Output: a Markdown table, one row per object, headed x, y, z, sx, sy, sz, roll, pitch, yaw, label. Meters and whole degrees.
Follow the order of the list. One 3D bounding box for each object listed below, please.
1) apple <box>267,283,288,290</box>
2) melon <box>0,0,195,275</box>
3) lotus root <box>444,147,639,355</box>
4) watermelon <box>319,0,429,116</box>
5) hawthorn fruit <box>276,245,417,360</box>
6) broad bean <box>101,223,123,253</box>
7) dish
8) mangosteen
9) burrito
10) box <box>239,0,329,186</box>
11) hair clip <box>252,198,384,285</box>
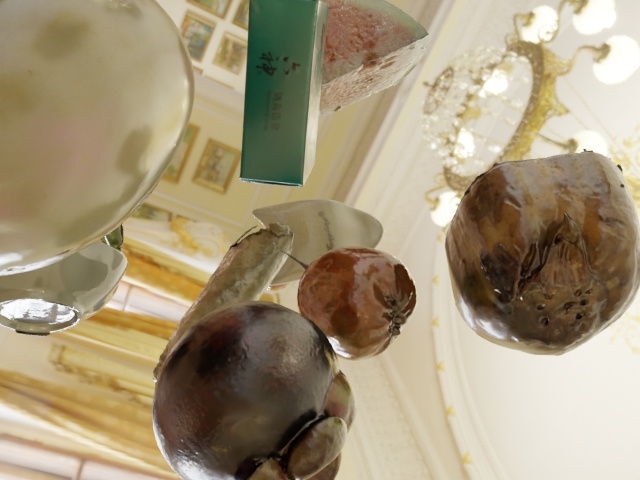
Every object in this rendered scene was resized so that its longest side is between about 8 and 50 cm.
| x | y | z | sx | sy | sz | roll | pitch | yaw | label |
| --- | --- | --- | --- | --- | --- | --- | --- | --- | --- |
| -0.123 | 0.051 | 1.573 | 0.146 | 0.146 | 0.146 | -57 | -160 | 34 | apple |
| -0.227 | -0.105 | 0.511 | 0.223 | 0.223 | 0.317 | -55 | -173 | 38 | melon |
| 0.294 | 0.028 | 0.823 | 0.272 | 0.272 | 0.192 | -59 | -161 | 31 | lotus root |
| 0.061 | -0.353 | 1.249 | 0.213 | 0.262 | 0.201 | 94 | 15 | -76 | watermelon |
| 0.040 | 0.071 | 0.830 | 0.189 | 0.149 | 0.149 | 38 | -73 | 58 | hawthorn fruit |
| -0.290 | -0.079 | 0.826 | 0.297 | 0.043 | 0.060 | 90 | 11 | -52 | broad bean |
| -0.307 | 0.056 | 0.702 | 0.190 | 0.191 | 0.066 | -48 | -139 | 50 | dish |
| -0.063 | 0.160 | 0.636 | 0.210 | 0.210 | 0.210 | -57 | -160 | 34 | mangosteen |
| -0.175 | 0.125 | 1.119 | 0.347 | 0.107 | 0.175 | -59 | -165 | -17 | burrito |
| -0.049 | -0.211 | 0.900 | 0.153 | 0.092 | 0.244 | -76 | 171 | -70 | box |
| 0.007 | -0.005 | 1.420 | 0.113 | 0.282 | 0.172 | -23 | -105 | 47 | hair clip |
